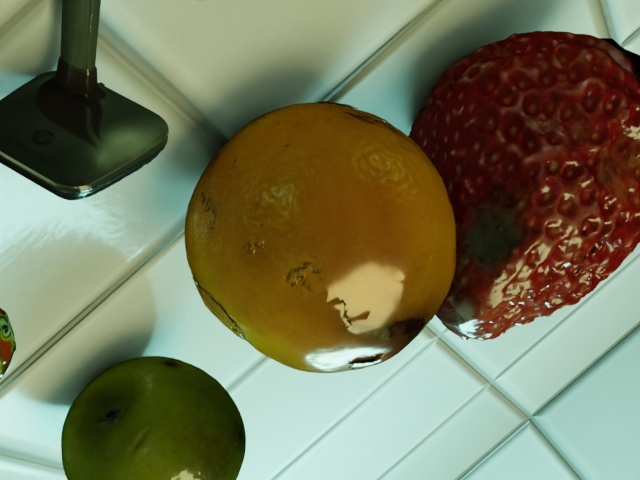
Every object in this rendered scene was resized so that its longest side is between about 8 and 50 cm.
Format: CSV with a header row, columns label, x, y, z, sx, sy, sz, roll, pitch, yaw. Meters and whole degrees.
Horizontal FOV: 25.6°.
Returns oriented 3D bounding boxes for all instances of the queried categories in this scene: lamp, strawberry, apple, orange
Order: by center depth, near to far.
label,x,y,z,sx,sy,sz,roll,pitch,yaw
lamp,-0.137,-0.130,0.903,0.124,0.203,0.283,-49,159,-30
orange,0.000,0.000,1.262,0.246,0.246,0.246,-32,155,-17
strawberry,0.195,-0.061,1.421,0.310,0.292,0.292,-16,147,-37
apple,-0.175,0.210,1.456,0.196,0.196,0.157,-41,134,4

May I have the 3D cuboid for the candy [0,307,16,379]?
label,x,y,z,sx,sy,sz,roll,pitch,yaw
candy,-0.393,0.115,1.129,0.305,0.083,0.091,-17,165,-27
